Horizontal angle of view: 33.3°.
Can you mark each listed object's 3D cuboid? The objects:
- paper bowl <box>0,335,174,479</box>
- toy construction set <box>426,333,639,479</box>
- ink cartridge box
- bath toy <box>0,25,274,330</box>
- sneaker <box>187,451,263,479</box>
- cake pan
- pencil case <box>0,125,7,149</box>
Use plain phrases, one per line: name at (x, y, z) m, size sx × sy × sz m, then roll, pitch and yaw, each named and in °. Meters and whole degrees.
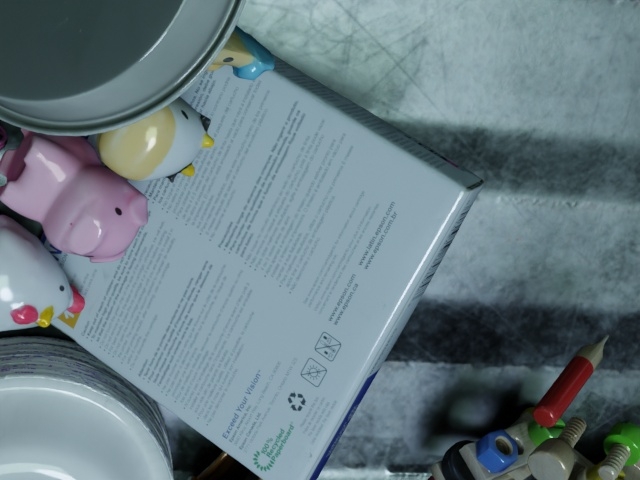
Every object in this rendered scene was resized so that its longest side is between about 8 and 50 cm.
paper bowl at (-0.281, 0.246, 1.013) m, size 0.284 × 0.148 × 0.284 m, roll -4°, pitch 113°, yaw -11°
toy construction set at (0.269, 0.228, 1.116) m, size 0.237 × 0.257 × 0.309 m, roll -39°, pitch 145°, yaw -44°
ink cartridge box at (-0.075, 0.005, 0.946) m, size 0.330 × 0.071 × 0.324 m, roll 34°, pitch 111°, yaw 15°
bath toy at (-0.187, -0.049, 0.884) m, size 0.129 × 0.151 × 0.348 m, roll 27°, pitch 115°, yaw -30°
sneaker at (-0.119, 0.306, 1.048) m, size 0.123 × 0.106 × 0.290 m, roll 45°, pitch 66°, yaw -43°
cake pan at (-0.190, -0.223, 0.767) m, size 0.293 × 0.054 × 0.293 m, roll 1°, pitch 92°, yaw 16°
pencil case at (-0.358, -0.026, 0.914) m, size 0.095 × 0.098 × 0.209 m, roll 30°, pitch 103°, yaw -21°
